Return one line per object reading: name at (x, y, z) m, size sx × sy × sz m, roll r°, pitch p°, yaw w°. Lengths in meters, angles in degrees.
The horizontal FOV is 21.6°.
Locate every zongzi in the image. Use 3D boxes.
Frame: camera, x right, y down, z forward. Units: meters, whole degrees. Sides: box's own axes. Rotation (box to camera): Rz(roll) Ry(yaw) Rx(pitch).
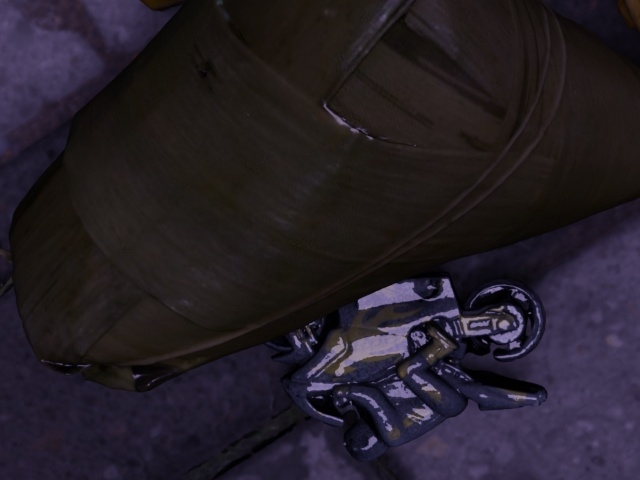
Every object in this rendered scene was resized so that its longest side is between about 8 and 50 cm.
zongzi at (0.000, 0.000, 1.029) m, size 0.418 × 0.181 × 0.447 m, roll 21°, pitch 129°, yaw -40°

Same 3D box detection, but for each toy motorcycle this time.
toy motorcycle at (0.048, 0.081, 1.070) m, size 0.193 × 0.061 × 0.124 m, roll 2°, pitch 95°, yaw 4°

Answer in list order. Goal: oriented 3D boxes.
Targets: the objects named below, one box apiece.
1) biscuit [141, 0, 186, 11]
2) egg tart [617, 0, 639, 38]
biscuit at (-0.016, -0.176, 1.028) m, size 0.183 × 0.039 × 0.174 m, roll 44°, pitch 96°, yaw -8°
egg tart at (0.244, -0.152, 0.923) m, size 0.118 × 0.288 × 0.288 m, roll -29°, pitch 101°, yaw -11°
